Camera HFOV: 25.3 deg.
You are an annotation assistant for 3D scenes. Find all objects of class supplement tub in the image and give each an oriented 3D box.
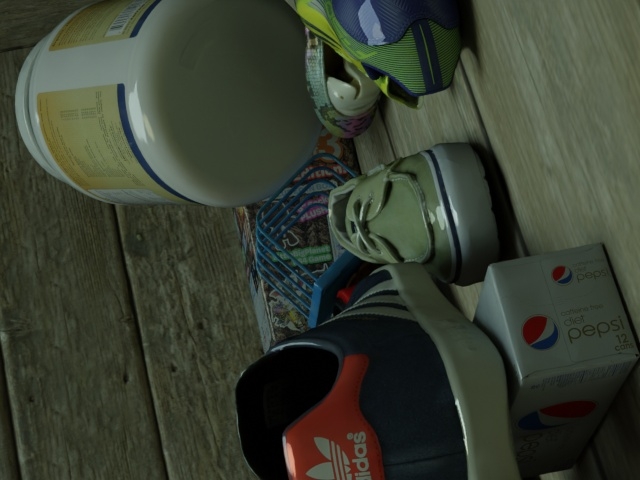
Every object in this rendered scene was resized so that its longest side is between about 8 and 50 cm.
[{"bbox_3d":[-0.168,-0.150,1.505,0.316,0.228,0.228,4,108,53],"label":"supplement tub"}]

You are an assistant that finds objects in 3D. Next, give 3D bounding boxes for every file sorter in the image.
[{"bbox_3d":[0.000,0.000,1.469,0.104,0.118,0.170,41,165,9],"label":"file sorter"}]

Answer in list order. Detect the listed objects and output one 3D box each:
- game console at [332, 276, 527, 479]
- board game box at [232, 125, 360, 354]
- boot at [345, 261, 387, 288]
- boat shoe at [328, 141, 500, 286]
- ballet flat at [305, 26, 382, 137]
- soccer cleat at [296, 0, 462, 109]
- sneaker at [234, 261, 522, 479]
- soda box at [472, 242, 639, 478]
[{"bbox_3d":[0.113,0.247,1.251,0.386,0.060,0.342,-121,15,-49],"label":"game console"},{"bbox_3d":[-0.024,-0.016,1.715,0.232,0.141,0.291,110,148,-78],"label":"board game box"},{"bbox_3d":[0.027,0.109,1.453,0.152,0.073,0.197,97,-161,-54],"label":"boot"},{"bbox_3d":[0.068,-0.013,1.116,0.302,0.094,0.109,175,83,-84],"label":"boat shoe"},{"bbox_3d":[0.026,-0.184,1.322,0.079,0.077,0.221,37,143,50],"label":"ballet flat"},{"bbox_3d":[0.043,-0.156,1.095,0.289,0.093,0.121,-138,31,-80],"label":"soccer cleat"},{"bbox_3d":[0.015,0.093,0.920,0.350,0.148,0.131,-157,56,-83],"label":"sneaker"},{"bbox_3d":[0.131,0.083,0.868,0.216,0.069,0.073,93,165,-64],"label":"soda box"}]
